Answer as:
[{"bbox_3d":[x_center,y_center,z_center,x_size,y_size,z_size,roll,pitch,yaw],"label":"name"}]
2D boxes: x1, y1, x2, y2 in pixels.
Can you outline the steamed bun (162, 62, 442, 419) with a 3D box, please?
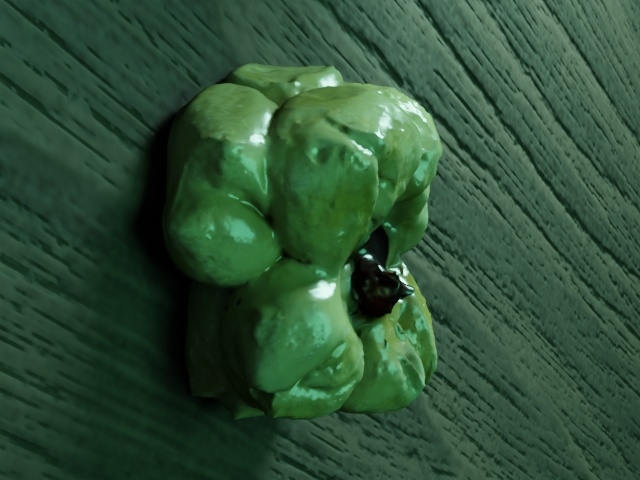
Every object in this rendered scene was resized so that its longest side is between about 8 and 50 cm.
[{"bbox_3d":[0.000,0.000,0.850,0.192,0.106,0.177,-5,95,-64],"label":"steamed bun"}]
